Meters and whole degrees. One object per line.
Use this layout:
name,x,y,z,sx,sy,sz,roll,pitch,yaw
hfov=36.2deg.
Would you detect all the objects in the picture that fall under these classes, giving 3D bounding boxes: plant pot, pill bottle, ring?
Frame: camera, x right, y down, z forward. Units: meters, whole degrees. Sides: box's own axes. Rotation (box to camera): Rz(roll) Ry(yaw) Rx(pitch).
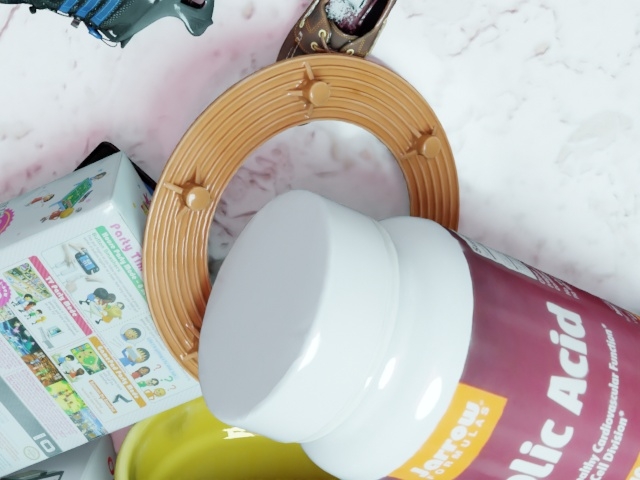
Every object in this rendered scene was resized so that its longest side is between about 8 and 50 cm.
plant pot,-0.064,0.296,0.958,0.253,0.254,0.239,-1,122,-3
pill bottle,0.111,0.111,0.834,0.392,0.224,0.224,22,105,-29
ring,0.000,0.000,0.893,0.336,0.032,0.337,-11,113,-29

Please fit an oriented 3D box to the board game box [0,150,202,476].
board game box,-0.264,0.083,0.912,0.303,0.097,0.224,-22,121,10

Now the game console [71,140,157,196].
game console,-0.196,-0.015,0.931,0.122,0.071,0.107,43,81,-13

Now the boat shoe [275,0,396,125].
boat shoe,0.017,-0.195,0.893,0.073,0.073,0.207,27,105,-11

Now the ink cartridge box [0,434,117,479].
ink cartridge box,-0.256,0.344,0.927,0.121,0.289,0.211,-11,107,3

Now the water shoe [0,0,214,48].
water shoe,-0.196,-0.210,0.876,0.203,0.073,0.080,-4,109,-2
